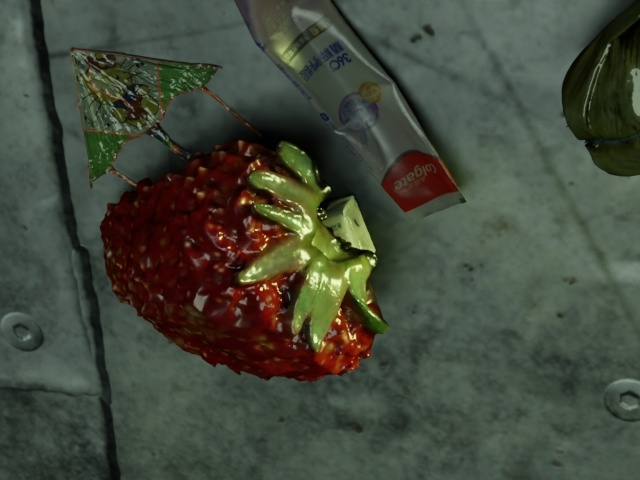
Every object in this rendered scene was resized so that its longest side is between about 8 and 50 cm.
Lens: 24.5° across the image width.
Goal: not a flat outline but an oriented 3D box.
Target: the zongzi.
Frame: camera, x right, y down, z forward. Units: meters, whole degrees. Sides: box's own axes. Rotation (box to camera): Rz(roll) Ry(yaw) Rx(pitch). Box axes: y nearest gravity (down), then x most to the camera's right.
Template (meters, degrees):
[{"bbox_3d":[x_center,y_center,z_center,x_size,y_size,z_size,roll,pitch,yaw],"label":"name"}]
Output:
[{"bbox_3d":[0.273,-0.195,1.080,0.251,0.125,0.274,-18,110,18],"label":"zongzi"}]

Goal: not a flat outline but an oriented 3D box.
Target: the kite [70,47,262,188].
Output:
[{"bbox_3d":[-0.140,-0.088,1.350,0.244,0.006,0.198,42,123,-9],"label":"kite"}]

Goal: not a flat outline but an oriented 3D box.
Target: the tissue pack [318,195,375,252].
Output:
[{"bbox_3d":[0.000,0.000,1.335,0.083,0.042,0.062,-13,112,26],"label":"tissue pack"}]

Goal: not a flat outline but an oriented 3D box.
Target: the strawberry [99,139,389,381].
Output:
[{"bbox_3d":[-0.098,0.051,1.310,0.306,0.138,0.233,-20,111,42],"label":"strawberry"}]

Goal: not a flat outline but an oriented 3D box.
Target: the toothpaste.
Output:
[{"bbox_3d":[0.014,-0.135,1.249,0.075,0.048,0.301,-32,109,27],"label":"toothpaste"}]
